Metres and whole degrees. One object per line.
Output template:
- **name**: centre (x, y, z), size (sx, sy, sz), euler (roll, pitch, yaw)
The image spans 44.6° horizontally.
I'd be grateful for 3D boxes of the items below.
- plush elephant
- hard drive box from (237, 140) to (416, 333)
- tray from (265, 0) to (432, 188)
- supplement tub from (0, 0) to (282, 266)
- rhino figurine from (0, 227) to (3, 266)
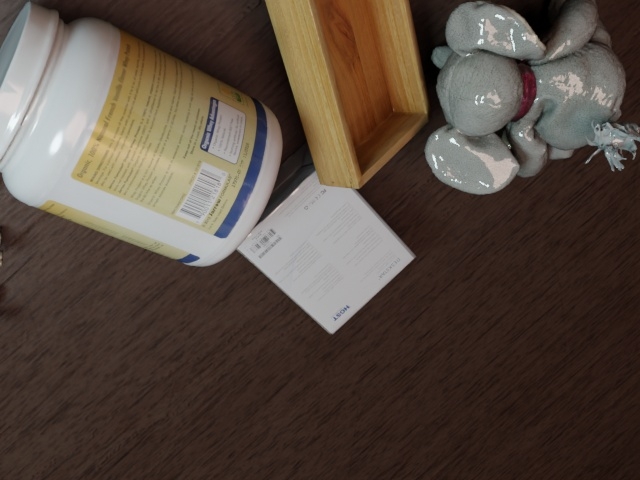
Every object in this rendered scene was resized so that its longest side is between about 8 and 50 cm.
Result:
- **plush elephant**: centre (0.260, -0.209, 1.067), size (0.255, 0.330, 0.272), euler (11, 119, -10)
- **hard drive box**: centre (0.000, 0.000, 1.160), size (0.181, 0.089, 0.232), euler (-43, 122, 2)
- **tray**: centre (0.026, -0.293, 0.980), size (0.203, 0.076, 0.411), euler (-45, 131, -38)
- **supplement tub**: centre (-0.230, -0.120, 0.923), size (0.316, 0.228, 0.228), euler (24, 104, -30)
- **rhino figurine**: centre (-0.460, 0.012, 0.989), size (0.106, 0.073, 0.243), euler (1, 113, -26)
